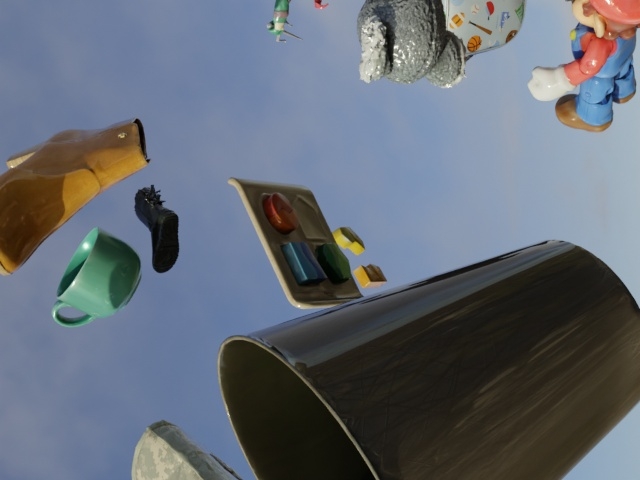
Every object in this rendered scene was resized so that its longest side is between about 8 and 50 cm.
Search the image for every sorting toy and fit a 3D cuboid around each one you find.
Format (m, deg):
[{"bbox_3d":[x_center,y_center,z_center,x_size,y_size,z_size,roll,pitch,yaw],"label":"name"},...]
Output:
[{"bbox_3d":[0.000,0.000,1.799,0.307,0.041,0.229,2,-124,-61],"label":"sorting toy"}]

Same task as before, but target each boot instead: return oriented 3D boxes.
[{"bbox_3d":[-0.268,-0.021,1.916,0.045,0.099,0.121,-12,-55,-33],"label":"boot"},{"bbox_3d":[-0.338,-0.077,1.615,0.295,0.211,0.104,-94,-16,-57],"label":"boot"}]

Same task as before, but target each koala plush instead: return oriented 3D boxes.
[{"bbox_3d":[0.097,-0.293,1.447,0.196,0.203,0.221,3,-99,-43],"label":"koala plush"}]

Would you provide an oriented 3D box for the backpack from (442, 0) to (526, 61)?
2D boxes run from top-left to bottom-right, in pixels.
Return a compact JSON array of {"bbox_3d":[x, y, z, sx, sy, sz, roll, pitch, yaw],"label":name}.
[{"bbox_3d":[0.235,-0.430,2.025,0.263,0.213,0.276,-20,-57,-38],"label":"backpack"}]

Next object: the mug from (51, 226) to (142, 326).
[{"bbox_3d":[-0.349,0.063,1.882,0.097,0.158,0.129,30,-132,-19],"label":"mug"}]

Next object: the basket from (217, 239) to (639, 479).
[{"bbox_3d":[0.084,0.098,0.745,0.227,0.204,0.154,-25,-32,-28],"label":"basket"}]

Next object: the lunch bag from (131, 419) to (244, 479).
[{"bbox_3d":[-0.191,0.453,1.944,0.169,0.235,0.287,-21,-53,-30],"label":"lunch bag"}]

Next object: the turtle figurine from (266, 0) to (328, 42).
[{"bbox_3d":[-0.074,-0.436,1.913,0.234,0.118,0.175,39,-154,-53],"label":"turtle figurine"}]

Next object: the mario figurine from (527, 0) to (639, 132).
[{"bbox_3d":[0.368,-0.301,1.609,0.320,0.170,0.198,81,-168,-57],"label":"mario figurine"}]
